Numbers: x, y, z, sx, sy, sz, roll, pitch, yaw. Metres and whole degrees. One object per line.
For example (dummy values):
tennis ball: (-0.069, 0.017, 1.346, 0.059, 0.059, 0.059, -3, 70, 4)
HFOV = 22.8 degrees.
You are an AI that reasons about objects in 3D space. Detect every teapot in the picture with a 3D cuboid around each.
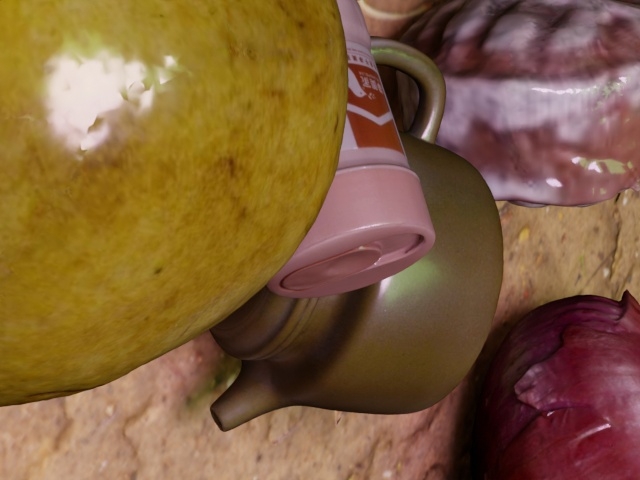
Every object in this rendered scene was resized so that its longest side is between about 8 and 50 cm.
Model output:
teapot: (0.000, 0.000, 1.004, 0.175, 0.185, 0.268, 12, 100, -34)

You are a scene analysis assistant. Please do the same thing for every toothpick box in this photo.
toothpick box: (-0.003, -0.054, 0.891, 0.098, 0.098, 0.149, 8, 59, -49)

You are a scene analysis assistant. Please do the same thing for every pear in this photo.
pear: (-0.148, -0.063, 0.749, 0.304, 0.304, 0.304, -11, 105, -47)

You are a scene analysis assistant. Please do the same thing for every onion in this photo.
onion: (0.214, 0.217, 1.259, 0.347, 0.285, 0.348, -22, 90, -77)

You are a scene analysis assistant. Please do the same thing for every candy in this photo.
candy: (0.171, -0.112, 1.150, 0.289, 0.214, 0.157, -44, 132, -55)
